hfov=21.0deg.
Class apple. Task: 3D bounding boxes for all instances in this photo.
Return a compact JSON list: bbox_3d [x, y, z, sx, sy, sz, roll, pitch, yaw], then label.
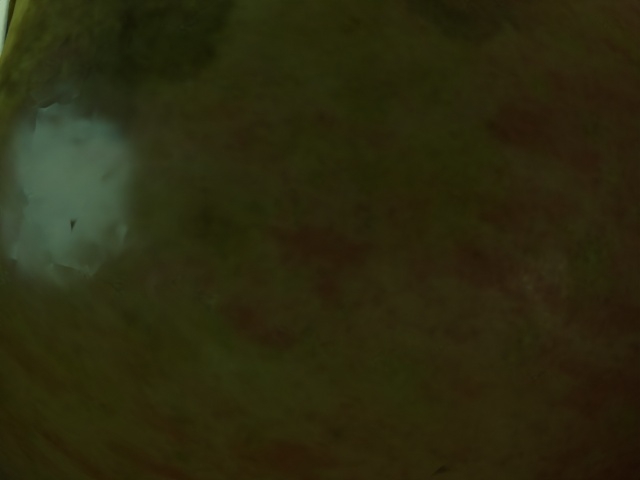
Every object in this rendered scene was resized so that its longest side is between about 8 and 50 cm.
[{"bbox_3d":[0.000,0.000,0.751,0.364,0.364,0.364,-171,90,-69],"label":"apple"}]
